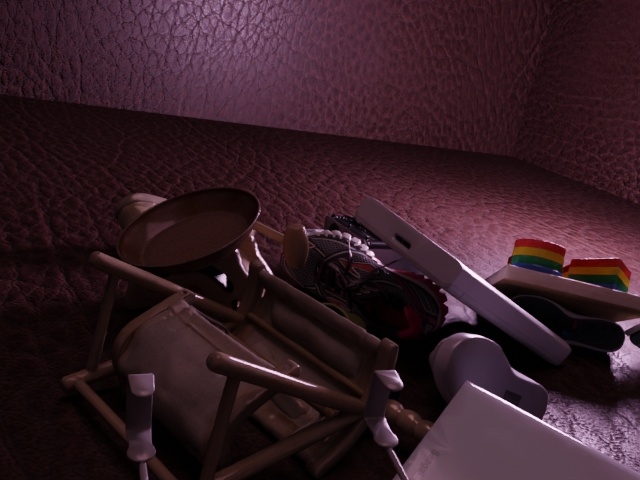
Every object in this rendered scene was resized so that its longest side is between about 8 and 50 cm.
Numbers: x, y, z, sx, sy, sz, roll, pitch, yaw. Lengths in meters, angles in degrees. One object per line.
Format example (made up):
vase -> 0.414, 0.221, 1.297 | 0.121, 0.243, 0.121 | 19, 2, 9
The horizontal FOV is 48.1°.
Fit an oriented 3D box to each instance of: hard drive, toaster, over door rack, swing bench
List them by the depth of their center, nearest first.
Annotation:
over door rack -> -0.013, 0.245, 0.515 | 0.239, 0.108, 0.324 | 2, 38, -20
hard drive -> 0.223, 0.264, 0.637 | 0.307, 0.040, 0.203 | 27, 39, 24
swing bench -> -0.100, 0.136, 0.784 | 0.254, 0.165, 0.253 | 5, 16, -45
hard drive -> 0.228, 0.069, 1.128 | 0.353, 0.047, 0.233 | 32, 7, -42
toaster -> 0.110, 0.022, 1.378 | 0.185, 0.110, 0.168 | 2, 20, -29

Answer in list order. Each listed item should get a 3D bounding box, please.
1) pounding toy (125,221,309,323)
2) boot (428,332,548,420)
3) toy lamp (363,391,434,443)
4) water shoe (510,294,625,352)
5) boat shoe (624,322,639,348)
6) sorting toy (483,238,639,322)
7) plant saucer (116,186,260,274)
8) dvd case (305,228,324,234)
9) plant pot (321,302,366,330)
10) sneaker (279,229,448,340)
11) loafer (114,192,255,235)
pounding toy -> -0.138, 0.057, 1.067 | 0.269, 0.154, 0.155 | -3, 12, 18
boot -> 0.178, 0.170, 0.896 | 0.123, 0.095, 0.258 | 18, -14, 45
toy lamp -> 0.125, 0.220, 0.804 | 0.274, 0.080, 0.080 | 23, 20, 35
water shoe -> 0.431, 0.156, 1.276 | 0.203, 0.073, 0.080 | 19, -8, 21
boat shoe -> 0.676, 0.176, 1.269 | 0.319, 0.116, 0.099 | 2, 62, -28
sorting toy -> 0.444, 0.072, 1.309 | 0.257, 0.090, 0.255 | 14, -9, 5
plant saucer -> -0.172, -0.009, 0.964 | 0.198, 0.036, 0.199 | -12, 31, 7
dvd case -> 0.000, 0.000, 1.544 | 0.087, 0.013, 0.119 | 1, 21, -33
plant pot -> 0.027, 0.132, 1.042 | 0.083, 0.083, 0.079 | 22, 7, 29
sneaker -> 0.059, 0.069, 1.178 | 0.299, 0.121, 0.112 | 21, 21, 26
loafer -> -0.237, -0.010, 1.285 | 0.268, 0.102, 0.092 | 9, 49, -34
